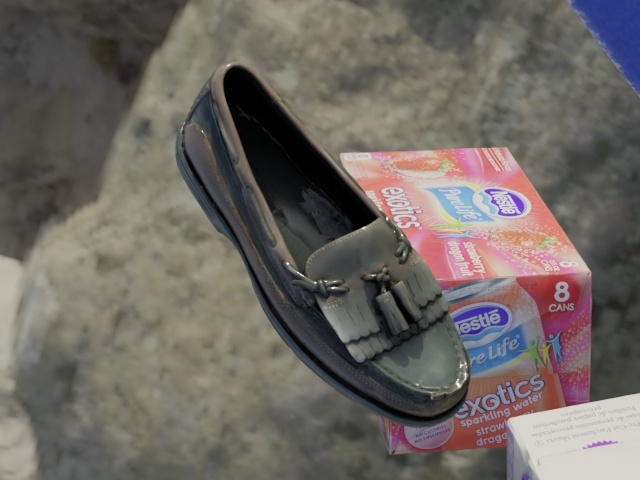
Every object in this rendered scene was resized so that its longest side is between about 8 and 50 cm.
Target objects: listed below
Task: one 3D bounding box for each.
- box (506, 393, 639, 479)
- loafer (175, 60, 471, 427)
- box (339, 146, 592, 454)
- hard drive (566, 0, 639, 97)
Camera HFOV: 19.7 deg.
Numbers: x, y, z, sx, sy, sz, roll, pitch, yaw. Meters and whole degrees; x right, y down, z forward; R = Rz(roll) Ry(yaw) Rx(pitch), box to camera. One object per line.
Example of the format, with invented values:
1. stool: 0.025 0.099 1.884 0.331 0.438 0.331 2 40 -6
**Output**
1. box: 0.123 0.220 0.837 0.063 0.067 0.324 -115 19 -56
2. loafer: 0.000 0.000 1.158 0.267 0.096 0.084 49 149 19
3. box: 0.106 0.037 1.452 0.300 0.154 0.142 -106 14 -69
4. hard drive: 0.198 -0.137 0.447 0.319 0.040 0.210 -38 87 30
